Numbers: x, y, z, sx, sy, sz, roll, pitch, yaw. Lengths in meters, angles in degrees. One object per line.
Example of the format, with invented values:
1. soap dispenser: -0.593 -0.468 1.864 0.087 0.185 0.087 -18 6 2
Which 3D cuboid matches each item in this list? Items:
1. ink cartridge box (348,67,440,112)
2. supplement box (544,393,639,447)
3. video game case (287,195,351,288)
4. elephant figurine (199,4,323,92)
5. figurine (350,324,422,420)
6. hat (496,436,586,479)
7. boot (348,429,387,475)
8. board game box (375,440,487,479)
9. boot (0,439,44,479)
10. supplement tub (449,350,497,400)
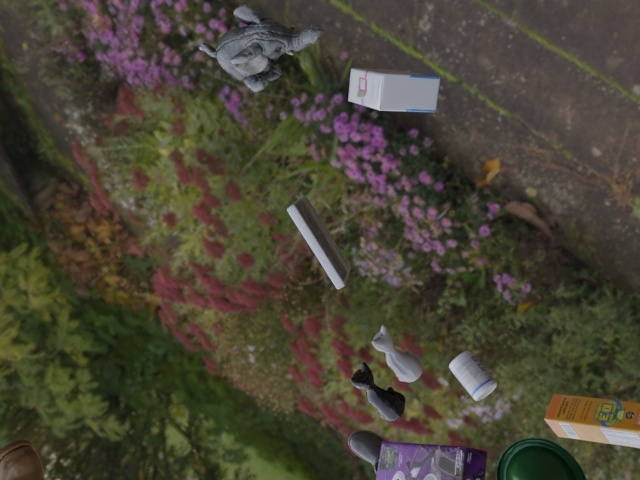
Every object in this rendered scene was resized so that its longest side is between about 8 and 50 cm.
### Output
1. ink cartridge box: 0.102 -0.215 1.062 0.122 0.088 0.052 -137 48 -64
2. supplement box: 0.617 0.394 1.628 0.233 0.078 0.080 -4 134 47
3. video game case: 0.000 0.000 1.539 0.190 0.022 0.173 58 -170 -5
4. elephant figurine: -0.134 -0.445 1.659 0.169 0.186 0.239 55 163 -4
5. figurine: 0.188 0.379 2.161 0.092 0.215 0.209 0 140 47
6. hat: 0.396 0.482 1.375 0.208 0.173 0.183 51 -159 22
7. boot: 0.137 0.511 1.720 0.189 0.076 0.208 27 -179 13
8. board game box: 0.135 0.469 1.066 0.056 0.347 0.208 19 159 -22
9. boot: -0.513 0.489 1.293 0.115 0.112 0.306 26 117 38
10. supplement tub: 0.373 0.331 1.819 0.107 0.071 0.071 52 162 28
